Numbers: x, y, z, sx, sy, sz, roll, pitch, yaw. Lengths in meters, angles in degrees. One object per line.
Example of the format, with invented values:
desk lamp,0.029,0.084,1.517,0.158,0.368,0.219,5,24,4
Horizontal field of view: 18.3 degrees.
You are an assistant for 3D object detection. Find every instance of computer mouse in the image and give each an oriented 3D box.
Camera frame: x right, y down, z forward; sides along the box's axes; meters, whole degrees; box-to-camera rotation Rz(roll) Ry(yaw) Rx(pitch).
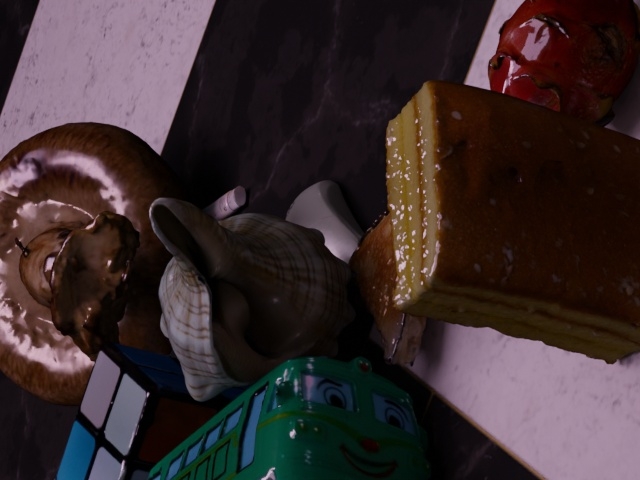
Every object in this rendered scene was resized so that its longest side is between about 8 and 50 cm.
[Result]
computer mouse,0.000,0.000,2.113,0.089,0.056,0.181,-66,30,24

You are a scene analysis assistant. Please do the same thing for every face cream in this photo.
face cream,-0.123,-0.035,2.381,0.115,0.020,0.038,-31,51,53

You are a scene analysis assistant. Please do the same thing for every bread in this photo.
bread,0.174,-0.017,1.623,0.110,0.234,0.184,-35,48,52

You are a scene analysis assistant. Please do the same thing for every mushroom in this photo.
mushroom,-0.305,0.046,2.364,0.334,0.356,0.331,14,117,24

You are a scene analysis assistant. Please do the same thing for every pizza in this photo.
pizza,0.084,0.042,1.936,0.185,0.052,0.195,-47,32,46

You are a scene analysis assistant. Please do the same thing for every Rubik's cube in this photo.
Rubik's cube,-0.161,0.230,2.153,0.167,0.183,0.180,31,106,62

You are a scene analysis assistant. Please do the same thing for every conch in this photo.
conch,-0.091,0.057,1.944,0.170,0.386,0.203,-5,70,38

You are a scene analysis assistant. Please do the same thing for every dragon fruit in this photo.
dragon fruit,0.236,-0.192,1.730,0.246,0.125,0.125,-59,11,8

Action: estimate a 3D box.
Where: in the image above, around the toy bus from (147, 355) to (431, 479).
toy bus,-0.040,0.252,1.930,0.343,0.183,0.199,-40,37,45
